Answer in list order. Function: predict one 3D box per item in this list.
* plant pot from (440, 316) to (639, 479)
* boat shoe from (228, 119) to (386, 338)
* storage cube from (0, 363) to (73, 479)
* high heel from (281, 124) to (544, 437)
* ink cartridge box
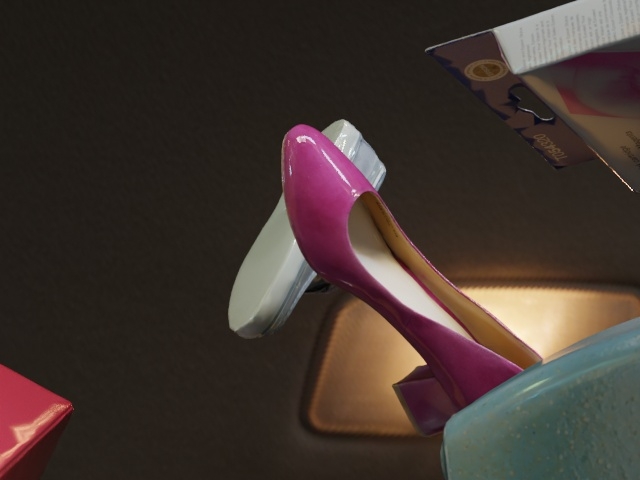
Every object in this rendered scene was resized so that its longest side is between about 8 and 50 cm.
[{"bbox_3d":[0.202,0.149,0.686,0.252,0.247,0.247,-8,-93,15],"label":"plant pot"},{"bbox_3d":[0.000,0.000,1.098,0.081,0.227,0.079,39,-36,-20],"label":"boat shoe"},{"bbox_3d":[-0.349,0.202,1.088,0.215,0.193,0.183,27,-69,5],"label":"storage cube"},{"bbox_3d":[0.066,0.019,0.872,0.082,0.117,0.244,-27,-87,-50],"label":"high heel"},{"bbox_3d":[0.321,-0.140,1.275,0.330,0.071,0.324,-16,-27,30],"label":"ink cartridge box"}]
